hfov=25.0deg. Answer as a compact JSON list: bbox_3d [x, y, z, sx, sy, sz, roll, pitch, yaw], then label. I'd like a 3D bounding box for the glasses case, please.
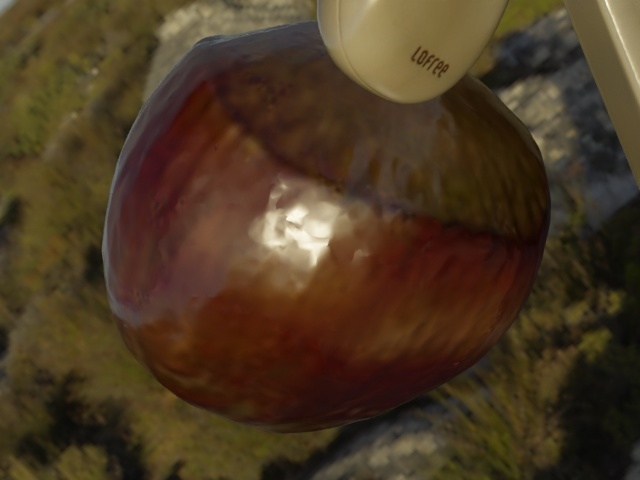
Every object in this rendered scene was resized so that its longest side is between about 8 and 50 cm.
[{"bbox_3d":[0.322,-0.136,1.364,0.076,0.336,0.144,-24,11,-1],"label":"glasses case"}]

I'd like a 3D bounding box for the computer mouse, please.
[{"bbox_3d":[0.073,-0.203,0.903,0.082,0.145,0.236,12,82,38],"label":"computer mouse"}]

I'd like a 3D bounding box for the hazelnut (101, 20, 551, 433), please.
[{"bbox_3d":[0.000,0.000,1.343,0.421,0.421,0.353,-45,43,-11],"label":"hazelnut"}]
